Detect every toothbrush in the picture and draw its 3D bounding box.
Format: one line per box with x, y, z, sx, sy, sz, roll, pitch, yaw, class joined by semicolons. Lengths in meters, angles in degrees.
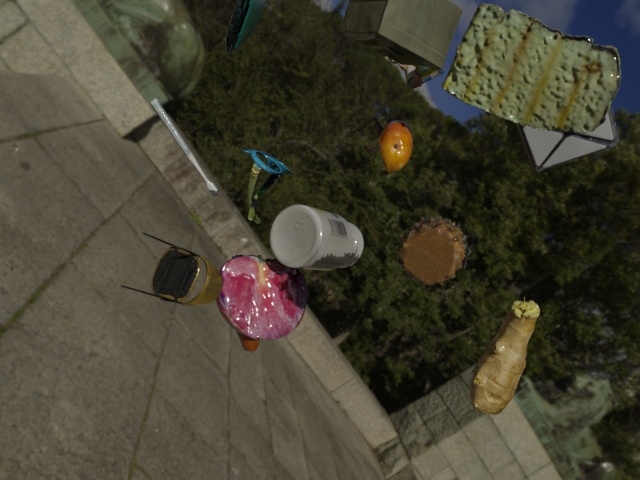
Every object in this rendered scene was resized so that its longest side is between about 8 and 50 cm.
-0.416;-0.284;1.525;0.342;0.025;0.030;57;6;-16;toothbrush

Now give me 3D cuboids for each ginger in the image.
0.593;0.368;1.515;0.236;0.375;0.166;25;19;-29;ginger

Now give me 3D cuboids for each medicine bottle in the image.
0.000;0.000;1.709;0.339;0.208;0.208;10;44;-60;medicine bottle

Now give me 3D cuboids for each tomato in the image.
-0.225;0.205;1.720;0.176;0.334;0.290;-29;-118;57;tomato

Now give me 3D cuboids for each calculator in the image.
-0.242;-0.808;1.696;0.058;0.274;0.248;27;42;-9;calculator

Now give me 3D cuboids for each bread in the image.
0.544;-0.420;1.259;0.395;0.239;0.264;28;25;19;bread

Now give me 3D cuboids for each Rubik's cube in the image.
0.735;-0.413;1.522;0.255;0.260;0.259;48;33;-41;Rubik's cube

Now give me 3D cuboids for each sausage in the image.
-0.275;0.351;1.865;0.076;0.076;0.198;-121;-165;-44;sausage

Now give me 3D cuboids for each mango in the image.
0.228;-0.290;1.495;0.217;0.102;0.141;-80;162;-61;mango

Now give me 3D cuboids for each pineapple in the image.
0.303;0.005;1.222;0.166;0.165;0.364;58;25;7;pineapple

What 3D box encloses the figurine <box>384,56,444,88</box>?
0.286;-0.634;1.610;0.276;0.161;0.158;53;-28;0;figurine

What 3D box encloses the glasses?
-0.137;-0.138;1.301;0.239;0.102;0.207;-44;138;-77;glasses

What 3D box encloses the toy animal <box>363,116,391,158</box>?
0.218;-0.351;1.777;0.224;0.066;0.230;31;-14;34;toy animal

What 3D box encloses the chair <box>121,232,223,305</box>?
-0.407;0.102;1.416;0.172;0.159;0.247;18;-9;16;chair

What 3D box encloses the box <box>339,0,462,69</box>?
0.192;-0.521;1.176;0.231;0.156;0.149;8;15;-38;box
